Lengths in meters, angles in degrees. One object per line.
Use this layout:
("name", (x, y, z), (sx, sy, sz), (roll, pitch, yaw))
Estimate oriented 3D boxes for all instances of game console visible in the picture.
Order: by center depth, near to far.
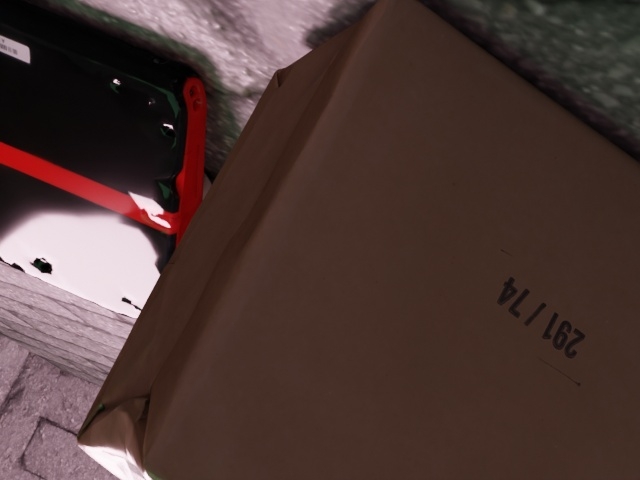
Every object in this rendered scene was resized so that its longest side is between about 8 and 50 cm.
("game console", (-0.283, -0.094, 0.965), (0.387, 0.060, 0.342), (22, 140, 8))

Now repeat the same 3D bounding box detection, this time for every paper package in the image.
("paper package", (0.074, 0.071, 0.651), (0.325, 0.309, 0.168), (32, 162, -18))

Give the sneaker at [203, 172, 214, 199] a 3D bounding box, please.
("sneaker", (-0.174, -0.012, 1.125), (0.235, 0.094, 0.153), (2, 144, 32))
